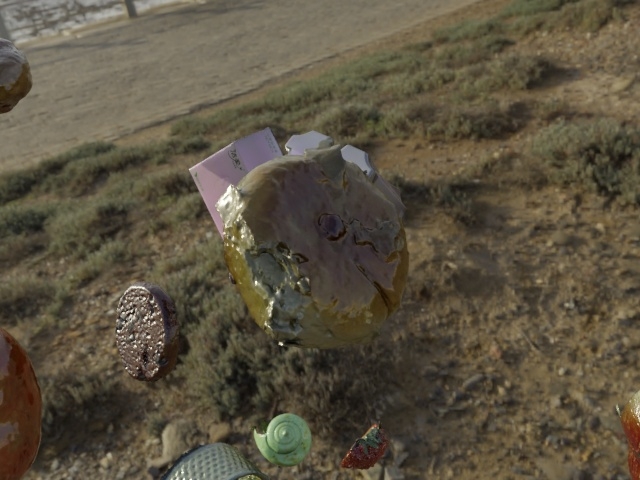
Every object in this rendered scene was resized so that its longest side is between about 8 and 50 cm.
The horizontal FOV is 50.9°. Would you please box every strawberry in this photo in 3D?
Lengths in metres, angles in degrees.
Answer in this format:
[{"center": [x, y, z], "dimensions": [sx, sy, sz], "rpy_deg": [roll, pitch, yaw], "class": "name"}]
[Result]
[{"center": [0.132, 0.600, 1.914], "dimensions": [0.085, 0.140, 0.192], "rpy_deg": [40, 93, 15], "class": "strawberry"}]

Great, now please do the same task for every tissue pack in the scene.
[{"center": [-0.102, -0.041, 1.124], "dimensions": [0.092, 0.246, 0.149], "rpy_deg": [-31, 7, -42], "class": "tissue pack"}]

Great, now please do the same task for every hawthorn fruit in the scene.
[{"center": [-0.323, 0.129, 0.556], "dimensions": [0.165, 0.165, 0.285], "rpy_deg": [-26, 17, -27], "class": "hawthorn fruit"}]

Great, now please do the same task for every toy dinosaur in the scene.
[{"center": [0.593, 0.358, 1.175], "dimensions": [0.113, 0.327, 0.206], "rpy_deg": [-21, 6, 7], "class": "toy dinosaur"}]

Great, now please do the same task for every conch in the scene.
[{"center": [-0.113, 0.549, 1.846], "dimensions": [0.144, 0.137, 0.250], "rpy_deg": [-8, -13, -22], "class": "conch"}]

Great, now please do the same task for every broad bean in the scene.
[{"center": [-0.567, -0.274, 1.122], "dimensions": [0.156, 0.122, 0.228], "rpy_deg": [-19, 24, -28], "class": "broad bean"}]

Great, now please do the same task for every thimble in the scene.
[{"center": [-0.262, 0.647, 1.651], "dimensions": [0.271, 0.270, 0.150], "rpy_deg": [-31, 37, -33], "class": "thimble"}]

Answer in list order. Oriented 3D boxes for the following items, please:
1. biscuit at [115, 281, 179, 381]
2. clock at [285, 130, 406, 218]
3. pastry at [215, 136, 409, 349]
[{"center": [-0.323, 0.170, 1.254], "dimensions": [0.192, 0.192, 0.049], "rpy_deg": [18, 13, 39], "class": "biscuit"}, {"center": [0.056, -0.139, 1.444], "dimensions": [0.253, 0.186, 0.083], "rpy_deg": [29, 83, 37], "class": "clock"}, {"center": [0.004, 0.004, 0.802], "dimensions": [0.236, 0.257, 0.121], "rpy_deg": [-13, -18, -38], "class": "pastry"}]
